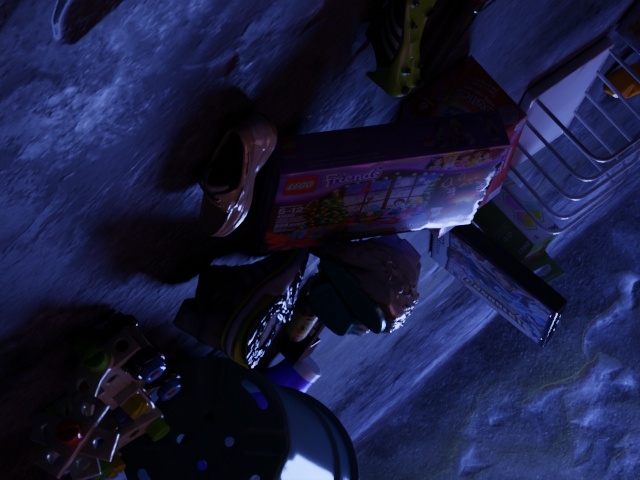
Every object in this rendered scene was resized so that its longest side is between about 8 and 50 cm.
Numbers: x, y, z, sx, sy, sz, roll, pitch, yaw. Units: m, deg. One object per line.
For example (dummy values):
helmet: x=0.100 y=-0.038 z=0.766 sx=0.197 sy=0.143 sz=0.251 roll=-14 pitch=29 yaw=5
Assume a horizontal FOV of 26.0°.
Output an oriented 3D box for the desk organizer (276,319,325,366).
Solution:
desk organizer: x=-0.021 y=0.153 z=2.352 sx=0.050 sy=0.047 sz=0.130 roll=-29 pitch=160 yaw=-43

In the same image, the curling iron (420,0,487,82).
curling iron: x=0.177 y=-0.293 z=1.647 sx=0.068 sy=0.035 sz=0.274 roll=-22 pitch=155 yaw=-40

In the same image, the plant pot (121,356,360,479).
plant pot: x=-0.134 y=0.343 z=2.134 sx=0.341 sy=0.341 sz=0.334 roll=-40 pitch=157 yaw=-5

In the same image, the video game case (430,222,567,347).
video game case: x=0.311 y=0.066 z=2.474 sx=0.035 sy=0.275 sz=0.248 roll=-47 pitch=165 yaw=-12

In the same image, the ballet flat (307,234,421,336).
ballet flat: x=0.068 y=0.048 z=1.914 sx=0.147 sy=0.147 sz=0.409 roll=-38 pitch=-178 yaw=-11

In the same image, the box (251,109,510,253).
box: x=0.070 y=-0.071 z=1.730 sx=0.293 sy=0.057 sz=0.201 roll=-8 pitch=153 yaw=-14

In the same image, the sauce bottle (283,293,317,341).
sauce bottle: x=-0.020 y=0.116 z=2.262 sx=0.042 sy=0.042 sz=0.128 roll=-27 pitch=159 yaw=-40

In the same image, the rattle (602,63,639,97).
rattle: x=0.612 y=-0.298 z=2.420 sx=0.142 sy=0.199 sz=0.130 roll=-1 pitch=106 yaw=-24

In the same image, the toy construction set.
toy construction set: x=-0.281 y=0.212 z=1.747 sx=0.215 sy=0.151 sz=0.328 roll=-39 pitch=175 yaw=-8

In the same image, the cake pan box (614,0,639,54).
cake pan box: x=0.633 y=-0.438 z=2.269 sx=0.245 sy=0.070 sz=0.267 roll=-26 pitch=158 yaw=-49

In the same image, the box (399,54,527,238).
box: x=0.188 y=-0.126 z=1.949 sx=0.128 sy=0.123 sz=0.257 roll=-36 pitch=163 yaw=-15

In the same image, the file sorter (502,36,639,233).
file sorter: x=0.433 y=-0.163 z=2.337 sx=0.193 sy=0.173 sz=0.278 roll=-34 pitch=163 yaw=-23

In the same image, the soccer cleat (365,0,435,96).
soccer cleat: x=0.087 y=-0.244 z=1.530 sx=0.060 sy=0.072 sz=0.179 roll=-25 pitch=136 yaw=-43

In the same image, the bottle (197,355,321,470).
bottle: x=-0.118 y=0.309 z=2.449 sx=0.283 sy=0.092 sz=0.118 roll=-44 pitch=168 yaw=11

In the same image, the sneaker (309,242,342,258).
sneaker: x=0.000 y=0.000 z=1.981 sx=0.059 sy=0.053 sz=0.144 roll=-43 pitch=163 yaw=15

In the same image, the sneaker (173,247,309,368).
sneaker: x=-0.097 y=0.062 z=1.838 sx=0.300 sy=0.121 sz=0.111 roll=-49 pitch=158 yaw=-68

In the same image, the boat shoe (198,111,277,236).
boat shoe: x=-0.107 y=-0.069 z=1.542 sx=0.059 sy=0.063 sz=0.170 roll=-20 pitch=144 yaw=-46

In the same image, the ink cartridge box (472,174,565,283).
ink cartridge box: x=0.356 y=-0.021 z=2.463 sx=0.109 sy=0.209 sz=0.062 roll=-22 pitch=155 yaw=-51
